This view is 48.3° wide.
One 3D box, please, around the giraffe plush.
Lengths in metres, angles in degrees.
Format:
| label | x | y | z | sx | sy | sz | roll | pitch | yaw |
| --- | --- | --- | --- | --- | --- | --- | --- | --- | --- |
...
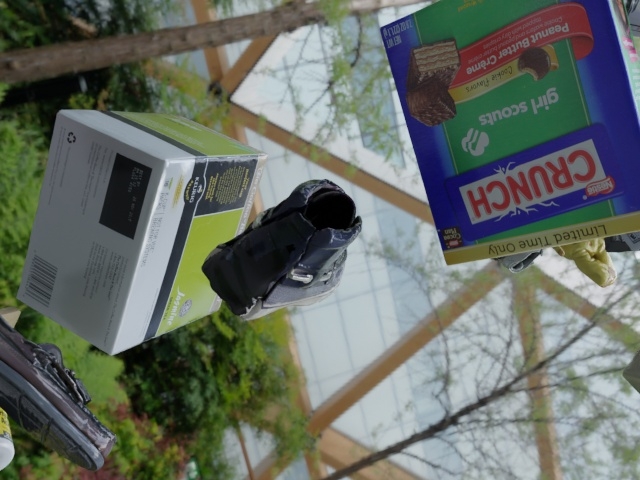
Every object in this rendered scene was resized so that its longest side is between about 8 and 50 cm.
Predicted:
| label | x | y | z | sx | sy | sz | roll | pitch | yaw |
| --- | --- | --- | --- | --- | --- | --- | --- | --- | --- |
| giraffe plush | 0.621 | -0.018 | 1.616 | 0.210 | 0.170 | 0.181 | 35 | 14 | -11 |

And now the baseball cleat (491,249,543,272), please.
| label | x | y | z | sx | sy | sz | roll | pitch | yaw |
| --- | --- | --- | --- | --- | --- | --- | --- | --- | --- |
| baseball cleat | 0.403 | 0.024 | 1.625 | 0.072 | 0.205 | 0.110 | 41 | 48 | -39 |

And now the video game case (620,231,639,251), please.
| label | x | y | z | sx | sy | sz | roll | pitch | yaw |
| --- | --- | --- | --- | --- | --- | --- | --- | --- | --- |
| video game case | 0.489 | -0.086 | 1.086 | 0.173 | 0.022 | 0.190 | 55 | -23 | 8 |

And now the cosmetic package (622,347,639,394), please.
| label | x | y | z | sx | sy | sz | roll | pitch | yaw |
| --- | --- | --- | --- | --- | --- | --- | --- | --- | --- |
| cosmetic package | 0.408 | 0.132 | 0.570 | 0.153 | 0.129 | 0.296 | 41 | -6 | -7 |

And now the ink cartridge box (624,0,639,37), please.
| label | x | y | z | sx | sy | sz | roll | pitch | yaw |
| --- | --- | --- | --- | --- | --- | --- | --- | --- | --- |
| ink cartridge box | 0.449 | -0.383 | 1.027 | 0.086 | 0.203 | 0.148 | 112 | -10 | -84 |

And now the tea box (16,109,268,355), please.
| label | x | y | z | sx | sy | sz | roll | pitch | yaw |
| --- | --- | --- | --- | --- | --- | --- | --- | --- | --- |
| tea box | -0.294 | -0.031 | 1.225 | 0.219 | 0.323 | 0.329 | 25 | -74 | 20 |

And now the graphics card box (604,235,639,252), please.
| label | x | y | z | sx | sy | sz | roll | pitch | yaw |
| --- | --- | --- | --- | --- | --- | --- | --- | --- | --- |
| graphics card box | 0.699 | -0.102 | 1.278 | 0.094 | 0.370 | 0.233 | -3 | 90 | -63 |

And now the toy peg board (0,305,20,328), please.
| label | x | y | z | sx | sy | sz | roll | pitch | yaw |
| --- | --- | --- | --- | --- | --- | --- | --- | --- | --- |
| toy peg board | -0.543 | 0.157 | 1.022 | 0.079 | 0.161 | 0.161 | 35 | 15 | 14 |

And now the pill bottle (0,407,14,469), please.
| label | x | y | z | sx | sy | sz | roll | pitch | yaw |
| --- | --- | --- | --- | --- | --- | --- | --- | --- | --- |
| pill bottle | -0.403 | 0.212 | 0.839 | 0.116 | 0.065 | 0.065 | 55 | -23 | 39 |

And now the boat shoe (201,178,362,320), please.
| label | x | y | z | sx | sy | sz | roll | pitch | yaw |
| --- | --- | --- | --- | --- | --- | --- | --- | --- | --- |
| boat shoe | 0.000 | 0.000 | 0.904 | 0.127 | 0.158 | 0.340 | 54 | 20 | 4 |

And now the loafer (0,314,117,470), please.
| label | x | y | z | sx | sy | sz | roll | pitch | yaw |
| --- | --- | --- | --- | --- | --- | --- | --- | --- | --- |
| loafer | -0.334 | 0.126 | 0.788 | 0.302 | 0.095 | 0.109 | 38 | -38 | 2 |

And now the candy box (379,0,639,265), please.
| label | x | y | z | sx | sy | sz | roll | pitch | yaw |
| --- | --- | --- | --- | --- | --- | --- | --- | --- | --- |
| candy box | 0.244 | -0.149 | 0.856 | 0.268 | 0.122 | 0.317 | -14 | -85 | 36 |
